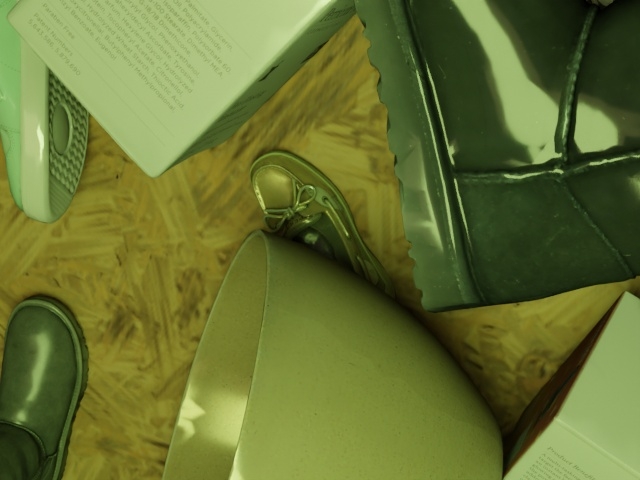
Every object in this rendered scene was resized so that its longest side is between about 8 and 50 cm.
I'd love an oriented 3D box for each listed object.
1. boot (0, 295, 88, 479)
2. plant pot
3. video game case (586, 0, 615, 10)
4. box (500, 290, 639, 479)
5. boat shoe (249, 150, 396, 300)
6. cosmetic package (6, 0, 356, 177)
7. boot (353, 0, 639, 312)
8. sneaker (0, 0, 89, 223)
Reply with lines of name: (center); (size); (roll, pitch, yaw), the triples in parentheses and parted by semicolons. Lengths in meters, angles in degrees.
boot: (-0.243, 0.157, 1.122); (0.076, 0.208, 0.190); (6, 105, 13)
plant pot: (0.010, 0.154, 1.002); (0.191, 0.284, 0.284); (16, 108, -11)
video game case: (0.192, -0.211, 0.999); (0.232, 0.042, 0.210); (-20, 97, 19)
box: (0.183, 0.141, 1.009); (0.091, 0.130, 0.170); (34, 140, 6)
boat shoe: (-0.001, 0.001, 1.102); (0.056, 0.048, 0.153); (-32, 94, 20)
cosmetic package: (-0.079, -0.167, 1.027); (0.183, 0.151, 0.151); (-42, 90, 22)
boot: (0.254, -0.155, 0.896); (0.445, 0.146, 0.367); (-9, 104, 18)
sneaker: (-0.261, -0.134, 1.114); (0.151, 0.094, 0.256); (-7, 92, 11)
